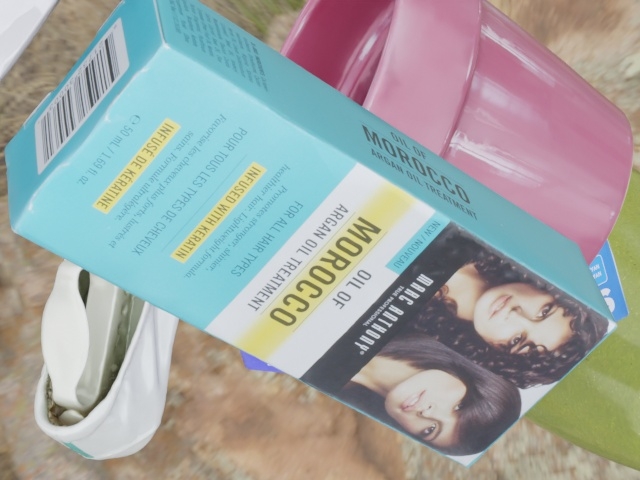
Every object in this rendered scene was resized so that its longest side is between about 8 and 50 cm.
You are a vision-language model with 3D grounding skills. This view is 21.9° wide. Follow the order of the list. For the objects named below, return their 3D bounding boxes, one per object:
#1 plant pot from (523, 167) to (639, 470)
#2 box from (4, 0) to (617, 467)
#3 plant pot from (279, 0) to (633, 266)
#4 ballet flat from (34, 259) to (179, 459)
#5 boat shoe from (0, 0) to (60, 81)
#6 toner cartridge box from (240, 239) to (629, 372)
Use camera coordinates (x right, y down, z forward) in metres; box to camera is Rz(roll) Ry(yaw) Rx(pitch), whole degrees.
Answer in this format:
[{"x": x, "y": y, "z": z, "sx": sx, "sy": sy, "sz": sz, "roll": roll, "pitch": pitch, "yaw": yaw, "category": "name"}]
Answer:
[{"x": 0.291, "y": 0.098, "z": 1.565, "sx": 0.274, "sy": 0.293, "sz": 0.275, "roll": -8, "pitch": 116, "yaw": -17, "category": "plant pot"}, {"x": 0.000, "y": 0.000, "z": 0.677, "sx": 0.244, "sy": 0.060, "sz": 0.100, "roll": 30, "pitch": 115, "yaw": -30, "category": "box"}, {"x": 0.073, "y": -0.055, "z": 0.963, "sx": 0.180, "sy": 0.201, "sz": 0.201, "roll": 23, "pitch": 96, "yaw": -18, "category": "plant pot"}, {"x": -0.184, "y": 0.001, "z": 1.498, "sx": 0.139, "sy": 0.139, "sz": 0.400, "roll": 8, "pitch": 88, "yaw": 6, "category": "ballet flat"}, {"x": -0.159, "y": -0.151, "z": 0.775, "sx": 0.102, "sy": 0.108, "sz": 0.301, "roll": 35, "pitch": 135, "yaw": -11, "category": "boat shoe"}, {"x": 0.079, "y": 0.056, "z": 1.414, "sx": 0.165, "sy": 0.348, "sz": 0.075, "roll": -25, "pitch": 103, "yaw": -32, "category": "toner cartridge box"}]
